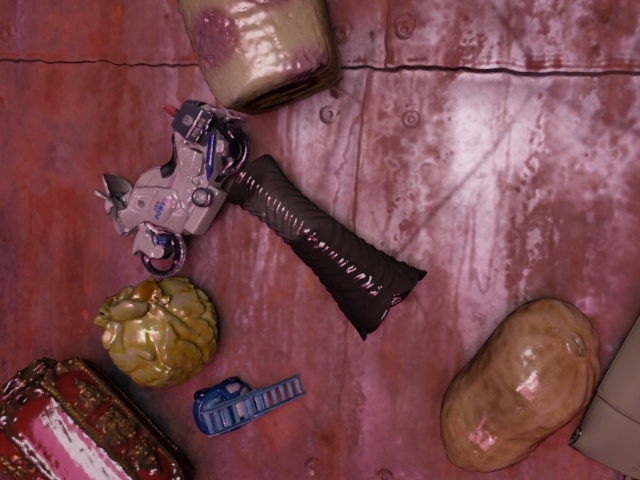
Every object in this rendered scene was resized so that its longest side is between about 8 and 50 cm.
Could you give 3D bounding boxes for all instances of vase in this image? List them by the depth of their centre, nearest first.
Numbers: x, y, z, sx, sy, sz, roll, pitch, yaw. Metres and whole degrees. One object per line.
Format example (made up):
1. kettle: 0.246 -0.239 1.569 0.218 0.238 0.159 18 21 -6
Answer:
1. vase: 0.000 0.000 0.815 0.237 0.115 0.115 42 103 10

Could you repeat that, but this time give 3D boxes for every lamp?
1. lamp: -0.290 0.272 0.868 0.274 0.177 0.177 43 103 4

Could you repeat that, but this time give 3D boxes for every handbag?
1. handbag: 0.424 0.203 0.771 0.241 0.109 0.315 18 113 10

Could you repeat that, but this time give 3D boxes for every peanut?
1. peanut: 0.222 0.168 0.772 0.129 0.129 0.224 36 104 6

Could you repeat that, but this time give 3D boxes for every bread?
1. bread: -0.086 -0.315 0.752 0.155 0.187 0.338 -15 94 9

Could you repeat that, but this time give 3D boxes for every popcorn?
1. popcorn: -0.194 0.113 0.852 0.141 0.162 0.135 -25 54 -21

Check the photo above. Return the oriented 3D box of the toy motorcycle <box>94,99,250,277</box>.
1. toy motorcycle: -0.183 -0.075 0.843 0.150 0.102 0.221 35 97 16

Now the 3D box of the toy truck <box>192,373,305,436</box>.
1. toy truck: -0.094 0.205 0.881 0.136 0.074 0.063 -19 95 -27
